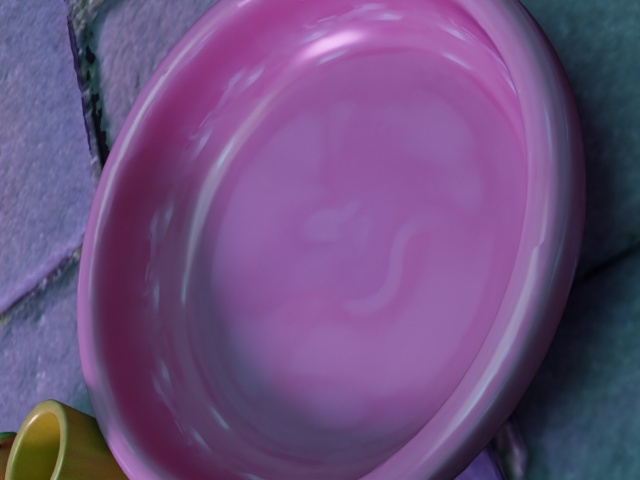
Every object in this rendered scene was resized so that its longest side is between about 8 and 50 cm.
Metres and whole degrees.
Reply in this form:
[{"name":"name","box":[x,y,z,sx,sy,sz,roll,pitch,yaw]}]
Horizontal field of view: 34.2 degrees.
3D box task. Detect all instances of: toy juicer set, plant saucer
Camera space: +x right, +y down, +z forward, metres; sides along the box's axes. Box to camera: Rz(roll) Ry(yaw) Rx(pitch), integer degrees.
[{"name":"toy juicer set","box":[-0.221,0.260,0.620,0.209,0.089,0.329,-11,63,48]},{"name":"plant saucer","box":[0.000,0.000,0.576,0.332,0.084,0.332,-16,64,35]}]
